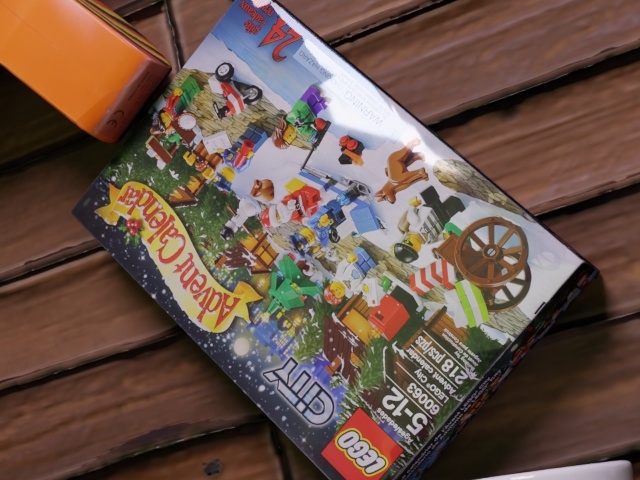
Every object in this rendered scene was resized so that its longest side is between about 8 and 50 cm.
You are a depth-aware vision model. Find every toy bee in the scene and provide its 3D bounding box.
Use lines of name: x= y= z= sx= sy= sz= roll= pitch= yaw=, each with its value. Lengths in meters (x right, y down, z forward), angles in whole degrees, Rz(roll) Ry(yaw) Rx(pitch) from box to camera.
toy bee: x=-0.202 y=-0.175 z=0.730 sx=0.195 sy=0.162 sz=0.298 roll=-31 pitch=96 yaw=7

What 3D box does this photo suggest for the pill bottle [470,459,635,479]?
pill bottle: x=0.107 y=0.205 z=0.538 sx=0.117 sy=0.117 sz=0.215 roll=-12 pitch=77 yaw=21

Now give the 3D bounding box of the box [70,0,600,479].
box: x=0.000 y=0.000 z=0.656 sx=0.233 sy=0.044 sz=0.159 roll=42 pitch=98 yaw=23
